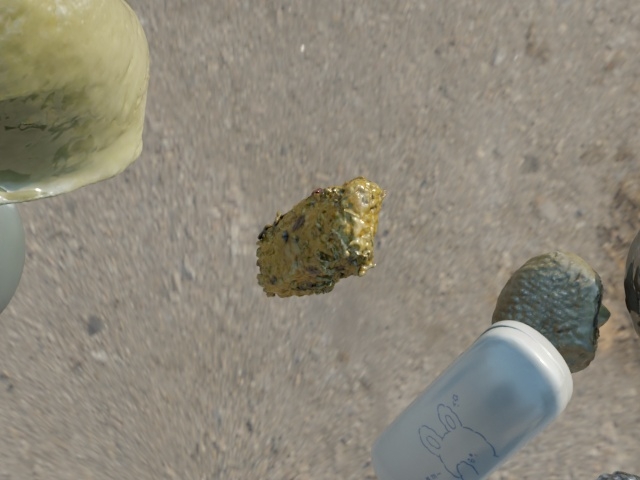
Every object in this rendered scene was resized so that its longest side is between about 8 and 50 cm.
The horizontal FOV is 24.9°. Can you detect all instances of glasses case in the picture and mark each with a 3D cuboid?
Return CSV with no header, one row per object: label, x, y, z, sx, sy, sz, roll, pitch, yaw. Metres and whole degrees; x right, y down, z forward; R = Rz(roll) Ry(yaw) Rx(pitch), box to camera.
glasses case,0.121,0.152,1.196,0.092,0.233,0.059,49,43,9

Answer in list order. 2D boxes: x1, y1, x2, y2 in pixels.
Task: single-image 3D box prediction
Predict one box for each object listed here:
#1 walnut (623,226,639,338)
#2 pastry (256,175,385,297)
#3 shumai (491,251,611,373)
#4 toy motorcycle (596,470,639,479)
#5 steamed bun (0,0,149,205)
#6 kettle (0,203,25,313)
walnut,0.421,0.055,1.508,0.224,0.224,0.224,1,78,-4
pastry,0.000,0.000,1.151,0.056,0.140,0.080,8,75,-35
shumai,0.265,0.084,1.572,0.146,0.116,0.145,-13,69,36
toy motorcycle,0.192,0.228,0.807,0.130,0.094,0.229,-20,110,-40
steamed bun,-0.169,-0.073,0.667,0.212,0.231,0.110,9,57,-33
kettle,-0.336,-0.008,1.011,0.211,0.243,0.159,13,86,2
